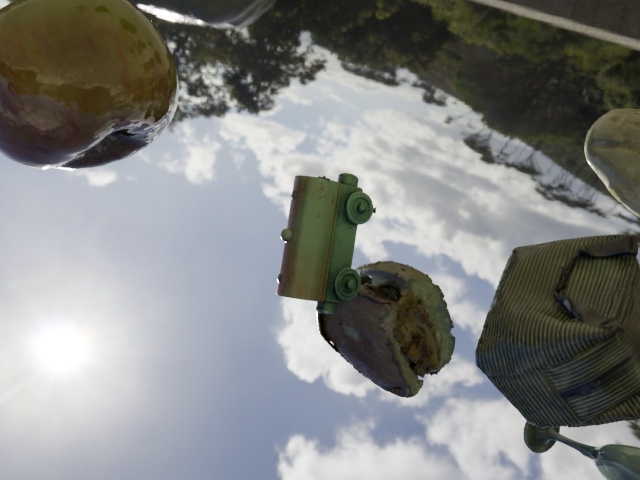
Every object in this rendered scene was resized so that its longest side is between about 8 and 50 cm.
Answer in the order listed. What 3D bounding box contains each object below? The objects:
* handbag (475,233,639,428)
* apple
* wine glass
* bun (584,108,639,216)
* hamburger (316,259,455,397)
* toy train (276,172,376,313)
[{"bbox_3d":[0.451,0.146,1.080,0.247,0.240,0.340,47,-130,-16],"label":"handbag"},{"bbox_3d":[-0.299,-0.191,0.762,0.261,0.194,0.261,-24,178,-1],"label":"apple"},{"bbox_3d":[0.587,0.446,1.195,0.264,0.096,0.309,34,169,-23],"label":"wine glass"},{"bbox_3d":[0.472,-0.120,0.895,0.183,0.102,0.183,16,-128,-21],"label":"bun"},{"bbox_3d":[0.143,0.196,1.469,0.277,0.318,0.195,15,-133,43],"label":"hamburger"},{"bbox_3d":[0.000,0.000,1.241,0.177,0.285,0.116,10,180,-30],"label":"toy train"}]
